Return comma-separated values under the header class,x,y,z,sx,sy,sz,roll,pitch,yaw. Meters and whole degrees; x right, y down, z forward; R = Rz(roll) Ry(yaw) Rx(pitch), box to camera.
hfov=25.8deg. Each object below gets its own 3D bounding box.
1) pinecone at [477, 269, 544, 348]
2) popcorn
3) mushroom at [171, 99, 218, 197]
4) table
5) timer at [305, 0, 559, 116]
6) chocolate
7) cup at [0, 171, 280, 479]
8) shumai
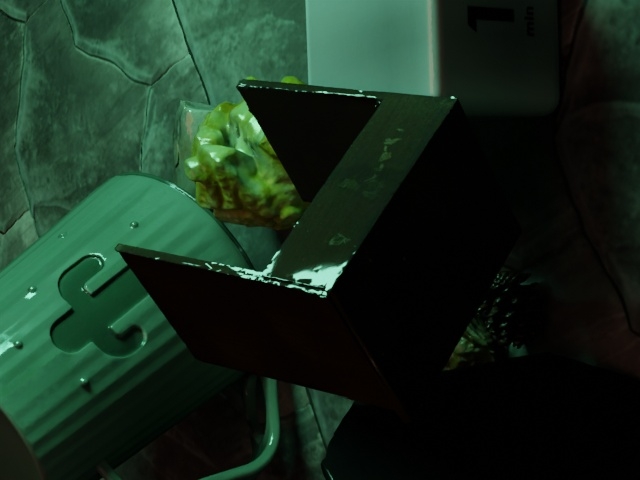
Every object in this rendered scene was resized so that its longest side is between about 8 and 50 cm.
class,x,y,z,sx,sy,sz,roll,pitch,yaw
pinecone,0.201,0.073,1.474,0.077,0.077,0.083,-35,79,44
popcorn,-0.067,-0.104,1.699,0.187,0.167,0.186,-21,47,13
mushroom,-0.178,-0.083,1.880,0.092,0.081,0.223,27,117,23
table,0.000,0.000,1.379,0.282,0.196,0.251,9,56,39
timer,0.116,-0.221,1.452,0.192,0.195,0.194,1,95,48
chocolate,0.193,0.344,1.342,0.383,0.383,0.331,32,134,42
cup,-0.253,0.149,1.726,0.401,0.392,0.310,26,138,28
shumai,0.123,0.127,1.520,0.145,0.116,0.146,174,90,-71
